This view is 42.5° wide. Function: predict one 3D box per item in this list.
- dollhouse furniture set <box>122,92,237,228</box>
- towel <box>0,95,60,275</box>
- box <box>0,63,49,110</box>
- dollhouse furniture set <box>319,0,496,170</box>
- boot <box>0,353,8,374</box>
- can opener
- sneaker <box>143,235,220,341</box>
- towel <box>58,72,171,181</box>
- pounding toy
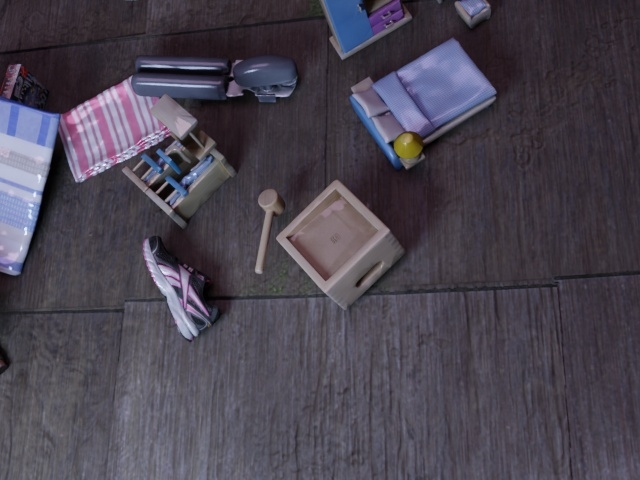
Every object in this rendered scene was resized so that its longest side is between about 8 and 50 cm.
[{"bbox_3d":[-0.243,-0.134,1.280,0.129,0.184,0.129,40,84,23],"label":"dollhouse furniture set"},{"bbox_3d":[-0.557,-0.100,1.359,0.209,0.034,0.285,18,96,7],"label":"towel"},{"bbox_3d":[-0.526,-0.225,1.434,0.027,0.094,0.137,5,72,16],"label":"box"},{"bbox_3d":[0.161,-0.308,1.239,0.286,0.198,0.303,-30,66,2],"label":"dollhouse furniture set"},{"bbox_3d":[-0.571,0.189,1.321,0.106,0.037,0.114,-35,68,-15],"label":"boot"},{"bbox_3d":[-0.177,-0.284,1.363,0.283,0.095,0.076,3,63,5],"label":"can opener"},{"bbox_3d":[-0.210,0.067,1.271,0.077,0.072,0.178,-27,74,-10],"label":"sneaker"},{"bbox_3d":[-0.359,-0.202,1.420,0.197,0.029,0.144,-27,65,3],"label":"towel"},{"bbox_3d":[-0.010,0.003,1.228,0.181,0.094,0.206,-44,57,1],"label":"pounding toy"}]
